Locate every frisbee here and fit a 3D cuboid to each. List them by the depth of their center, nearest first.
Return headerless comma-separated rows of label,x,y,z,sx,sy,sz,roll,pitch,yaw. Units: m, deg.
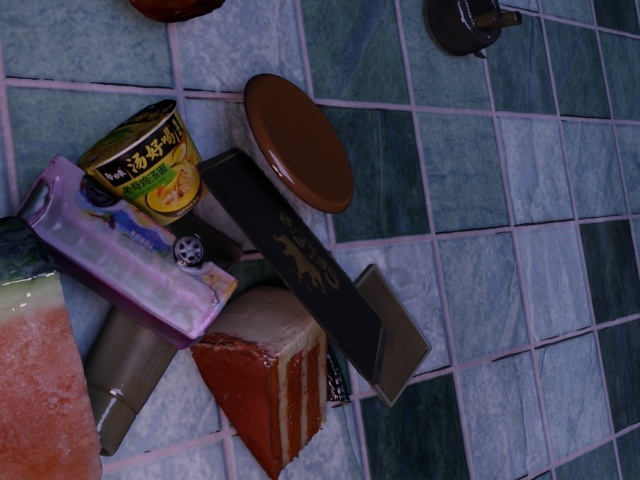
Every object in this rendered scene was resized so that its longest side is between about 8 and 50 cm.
frisbee,-0.026,-0.153,1.092,0.251,0.021,0.251,40,33,-34

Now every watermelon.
watermelon,-0.332,0.133,0.683,0.292,0.250,0.283,38,73,4

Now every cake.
cake,-0.041,0.200,0.995,0.158,0.159,0.262,-41,109,-39

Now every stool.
stool,0.291,-0.473,1.395,0.228,0.139,0.153,38,59,-30

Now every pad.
pad,0.000,0.000,1.023,0.375,0.063,0.315,51,15,-7

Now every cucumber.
cucumber,0.015,0.201,1.119,0.034,0.033,0.135,-20,95,-42

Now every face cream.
face cream,-0.224,0.108,0.925,0.137,0.084,0.341,36,55,-17

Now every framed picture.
framed picture,0.103,0.162,1.208,0.150,0.015,0.203,-48,112,-34

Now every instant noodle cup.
instant noodle cup,-0.219,-0.096,0.922,0.122,0.151,0.151,55,54,-25

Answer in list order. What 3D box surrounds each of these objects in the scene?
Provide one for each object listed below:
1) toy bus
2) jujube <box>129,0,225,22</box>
toy bus,-0.240,0.016,0.869,0.274,0.090,0.112,35,60,-7
jujube,-0.217,-0.480,0.968,0.216,0.216,0.342,-14,103,-39
